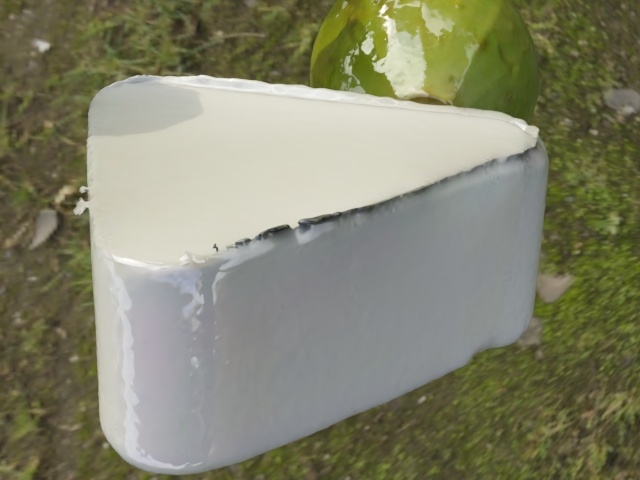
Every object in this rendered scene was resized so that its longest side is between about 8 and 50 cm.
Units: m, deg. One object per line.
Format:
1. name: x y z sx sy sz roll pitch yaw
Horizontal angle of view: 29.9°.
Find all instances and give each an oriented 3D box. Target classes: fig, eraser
1. fig: 0.090 -0.147 1.050 0.207 0.230 0.207 -1 84 7
2. eraser: 0.000 0.000 0.789 0.331 0.331 0.150 9 116 21
